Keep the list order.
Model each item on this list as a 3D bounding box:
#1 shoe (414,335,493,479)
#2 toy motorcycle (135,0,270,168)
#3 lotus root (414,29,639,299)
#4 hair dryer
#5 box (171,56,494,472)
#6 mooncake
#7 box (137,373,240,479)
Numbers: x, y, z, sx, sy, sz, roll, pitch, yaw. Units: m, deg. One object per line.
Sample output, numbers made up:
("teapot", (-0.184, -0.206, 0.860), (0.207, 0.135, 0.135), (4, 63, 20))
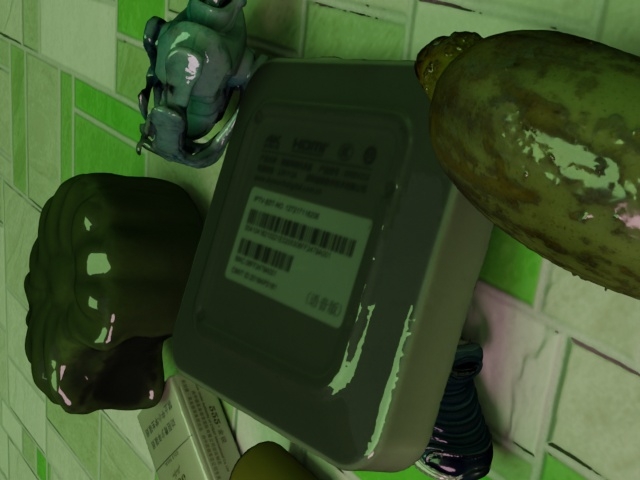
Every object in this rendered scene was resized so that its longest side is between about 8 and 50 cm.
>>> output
("shoe", (0.110, 0.130, 0.873), (0.106, 0.092, 0.207), (-50, 55, 53))
("toy motorcycle", (-0.144, -0.194, 1.058), (0.260, 0.154, 0.206), (117, 174, -68))
("lotus root", (0.187, -0.060, 0.653), (0.309, 0.173, 0.173), (31, 123, 31))
("hair dryer", (-0.043, 0.406, 1.168), (0.135, 0.090, 0.278), (30, 128, 44))
("box", (0.000, 0.000, 0.903), (0.367, 0.090, 0.372), (15, 89, 50))
("mooncake", (-0.303, 0.063, 1.294), (0.351, 0.187, 0.351), (-16, 72, 59))
("box", (-0.177, 0.338, 1.331), (0.168, 0.071, 0.259), (-48, 61, 47))
